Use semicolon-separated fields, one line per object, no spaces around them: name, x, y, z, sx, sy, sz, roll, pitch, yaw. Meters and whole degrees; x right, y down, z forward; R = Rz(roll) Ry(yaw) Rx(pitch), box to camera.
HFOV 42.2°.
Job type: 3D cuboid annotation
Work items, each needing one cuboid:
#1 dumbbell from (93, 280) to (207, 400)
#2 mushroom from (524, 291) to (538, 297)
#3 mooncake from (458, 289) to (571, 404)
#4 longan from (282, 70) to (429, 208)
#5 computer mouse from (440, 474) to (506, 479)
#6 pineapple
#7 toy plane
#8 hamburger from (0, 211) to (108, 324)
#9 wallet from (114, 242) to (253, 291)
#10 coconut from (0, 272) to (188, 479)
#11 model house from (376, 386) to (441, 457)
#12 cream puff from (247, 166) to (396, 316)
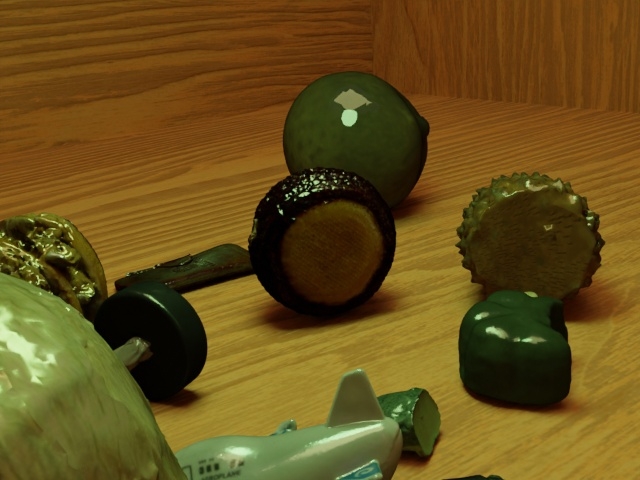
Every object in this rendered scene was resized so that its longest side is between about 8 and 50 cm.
dumbbell;-0.252;0.151;1.000;0.152;0.152;0.218;5;19;25
mushroom;0.295;0.109;1.171;0.084;0.067;0.083;-7;23;3
mooncake;0.258;0.133;1.050;0.168;0.104;0.175;-3;20;-19
longan;0.082;-0.211;1.841;0.361;0.361;0.361;-3;17;1
computer mouse;0.158;0.243;0.733;0.106;0.062;0.192;11;8;5
pineapple;0.339;-0.014;1.376;0.223;0.222;0.357;0;7;11
toy plane;-0.051;0.218;0.728;0.267;0.122;0.267;-26;0;0
hamburger;-0.430;0.090;1.100;0.261;0.245;0.211;22;31;5
wallet;-0.241;0.056;1.504;0.255;0.031;0.137;-16;21;-33
coconut;-0.238;0.203;0.466;0.405;0.404;0.404;-3;17;1
model house;0.084;0.207;0.935;0.083;0.066;0.078;-15;22;27
cream puff;0.000;0.000;1.299;0.239;0.239;0.165;-9;20;-16
